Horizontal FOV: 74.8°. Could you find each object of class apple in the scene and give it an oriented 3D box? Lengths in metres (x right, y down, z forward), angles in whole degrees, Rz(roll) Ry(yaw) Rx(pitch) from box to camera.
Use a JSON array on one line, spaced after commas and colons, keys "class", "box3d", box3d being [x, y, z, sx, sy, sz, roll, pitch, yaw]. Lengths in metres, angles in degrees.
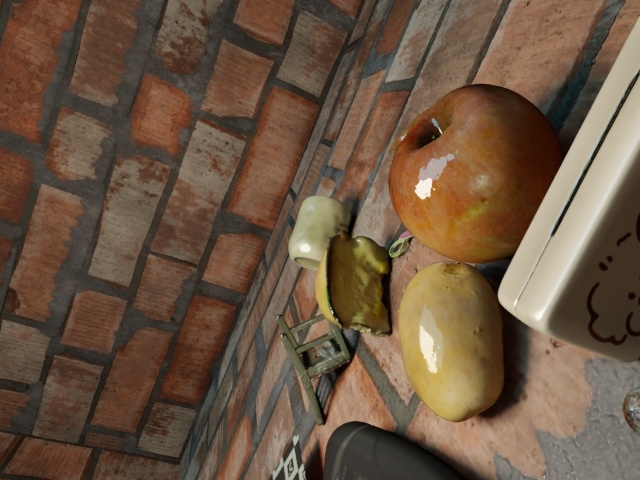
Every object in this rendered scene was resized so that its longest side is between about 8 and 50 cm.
[{"class": "apple", "box3d": [0.230, -0.092, 0.617, 0.253, 0.253, 0.253, -160, 90, -74]}]

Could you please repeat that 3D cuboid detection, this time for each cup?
[{"class": "cup", "box3d": [-0.017, -0.008, 1.362, 0.255, 0.173, 0.202, -31, 40, 64]}]

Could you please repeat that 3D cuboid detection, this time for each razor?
[{"class": "razor", "box3d": [0.103, 0.397, 0.605, 0.349, 0.113, 0.204, -21, 52, 66]}]

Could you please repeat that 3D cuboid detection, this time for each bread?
[{"class": "bread", "box3d": [0.068, 0.113, 0.974, 0.133, 0.174, 0.252, 126, 154, -50]}]

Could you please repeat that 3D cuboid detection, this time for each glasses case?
[{"class": "glasses case", "box3d": [0.314, -0.053, 0.406, 0.076, 0.144, 0.336, -124, 55, -72]}]

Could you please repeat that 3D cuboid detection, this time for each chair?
[{"class": "chair", "box3d": [0.003, 0.300, 1.064, 0.136, 0.147, 0.270, -135, 23, -75]}]

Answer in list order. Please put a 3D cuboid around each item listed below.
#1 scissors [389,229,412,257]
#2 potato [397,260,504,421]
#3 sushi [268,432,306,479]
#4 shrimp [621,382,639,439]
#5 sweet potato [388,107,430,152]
[{"class": "scissors", "box3d": [0.213, -0.026, 0.914, 0.133, 0.020, 0.187, -68, 15, -10]}, {"class": "potato", "box3d": [0.187, 0.142, 0.621, 0.150, 0.146, 0.234, 76, -160, -56]}, {"class": "sushi", "box3d": [-0.074, 0.692, 0.925, 0.359, 0.064, 0.343, -63, 21, 18]}, {"class": "shrimp", "box3d": [0.327, 0.131, 0.275, 0.090, 0.079, 0.233, -35, 1, -29]}, {"class": "sweet potato", "box3d": [0.237, -0.271, 1.057, 0.195, 0.056, 0.056, -37, 35, 47]}]
